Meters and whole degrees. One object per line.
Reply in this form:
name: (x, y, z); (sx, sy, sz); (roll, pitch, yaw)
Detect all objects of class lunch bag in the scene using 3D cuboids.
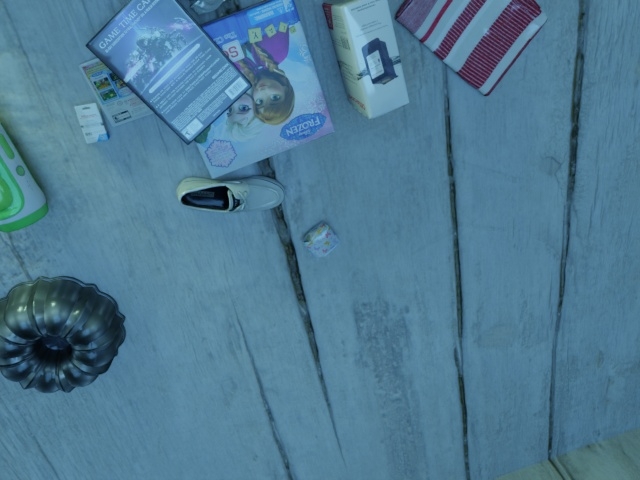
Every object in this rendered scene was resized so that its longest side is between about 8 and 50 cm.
lunch bag: (0.000, 0.000, 1.362); (0.083, 0.053, 0.071); (-43, 121, -2)

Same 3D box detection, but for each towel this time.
towel: (0.367, -0.530, 1.192); (0.329, 0.037, 0.237); (29, 107, -26)

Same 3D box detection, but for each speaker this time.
speaker: (-0.701, -0.169, 1.053); (0.131, 0.131, 0.297); (-19, 120, -4)

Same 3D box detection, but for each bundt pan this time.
bundt pan: (-0.677, 0.261, 1.282); (0.330, 0.124, 0.331); (-6, 118, -12)

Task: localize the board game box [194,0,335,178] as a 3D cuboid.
board game box: (-0.163, -0.342, 1.133); (0.318, 0.066, 0.318); (-22, 120, -1)

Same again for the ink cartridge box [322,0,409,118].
ink cartridge box: (0.099, -0.412, 1.104); (0.100, 0.172, 0.237); (-21, 120, -3)

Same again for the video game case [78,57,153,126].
video game case: (-0.414, -0.337, 1.085); (0.157, 0.019, 0.143); (-17, 120, 7)

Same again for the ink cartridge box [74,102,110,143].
ink cartridge box: (-0.505, -0.262, 1.109); (0.048, 0.028, 0.083); (-12, 119, -8)

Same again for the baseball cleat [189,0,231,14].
baseball cleat: (-0.281, -0.516, 1.013); (0.205, 0.072, 0.109); (-1, 123, -10)

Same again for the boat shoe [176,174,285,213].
boat shoe: (-0.215, -0.108, 1.228); (0.267, 0.088, 0.096); (4, 115, -16)

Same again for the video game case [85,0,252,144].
video game case: (-0.306, -0.362, 1.038); (0.196, 0.026, 0.274); (-39, 117, 9)
